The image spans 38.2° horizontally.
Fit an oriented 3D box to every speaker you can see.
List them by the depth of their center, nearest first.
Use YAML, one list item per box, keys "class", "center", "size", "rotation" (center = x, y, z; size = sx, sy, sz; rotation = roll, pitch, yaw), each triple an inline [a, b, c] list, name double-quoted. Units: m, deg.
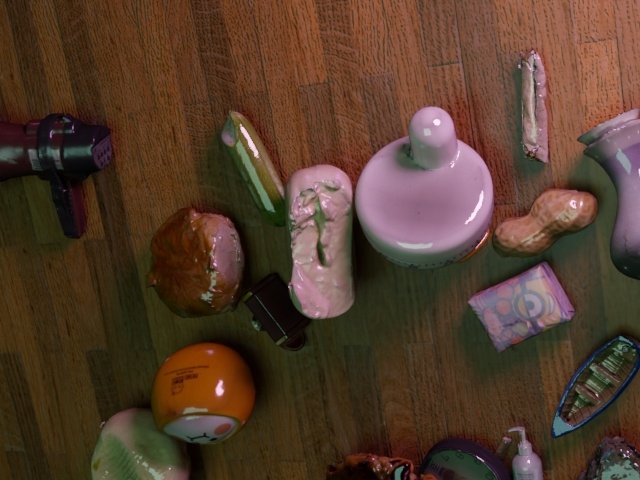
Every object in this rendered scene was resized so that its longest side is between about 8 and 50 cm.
- class: "speaker"
  center: [-0.595, -0.137, 1.880]
  size: [0.329, 0.198, 0.259]
  rotation: [8, 95, 13]

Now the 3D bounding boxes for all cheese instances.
- class: "cheese"
  center: [0.000, 0.000, 1.621]
  size: [0.127, 0.233, 0.266]
  rotation: [-5, 104, 2]

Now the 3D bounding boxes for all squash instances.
- class: "squash"
  center: [-0.120, -0.134, 1.725]
  size: [0.069, 0.069, 0.239]
  rotation: [-24, 95, 28]

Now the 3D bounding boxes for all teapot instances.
- class: "teapot"
  center: [0.500, -0.071, 1.419]
  size: [0.183, 0.183, 0.251]
  rotation: [-29, 81, 28]

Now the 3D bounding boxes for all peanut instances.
- class: "peanut"
  center: [0.368, -0.028, 1.532]
  size: [0.192, 0.089, 0.089]
  rotation: [-33, 90, 27]

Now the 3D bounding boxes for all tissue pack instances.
- class: "tissue pack"
  center: [0.346, 0.115, 1.594]
  size: [0.148, 0.060, 0.109]
  rotation: [-29, 91, 27]

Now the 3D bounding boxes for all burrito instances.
- class: "burrito"
  center: [0.351, -0.217, 1.510]
  size: [0.045, 0.041, 0.186]
  rotation: [-154, 57, -62]

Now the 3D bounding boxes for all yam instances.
- class: "yam"
  center: [0.324, 0.412, 1.710]
  size: [0.021, 0.021, 0.116]
  rotation: [27, 116, 15]

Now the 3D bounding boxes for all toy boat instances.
- class: "toy boat"
  center: [0.469, 0.253, 1.587]
  size: [0.080, 0.046, 0.229]
  rotation: [35, 116, 10]

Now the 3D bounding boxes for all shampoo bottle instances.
- class: "shampoo bottle"
  center: [0.377, 0.429, 1.672]
  size: [0.056, 0.056, 0.195]
  rotation: [-3, 104, 25]

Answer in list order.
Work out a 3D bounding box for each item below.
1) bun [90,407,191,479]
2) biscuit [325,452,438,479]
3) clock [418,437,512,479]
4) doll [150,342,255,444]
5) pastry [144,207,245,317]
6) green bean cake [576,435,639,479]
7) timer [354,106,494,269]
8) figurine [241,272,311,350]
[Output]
- class: "bun"
  center: [-0.365, 0.479, 1.964]
  size: [0.259, 0.160, 0.259]
  rotation: [10, 106, 38]
- class: "biscuit"
  center: [0.142, 0.531, 1.767]
  size: [0.334, 0.081, 0.289]
  rotation: [-14, 100, 45]
- class: "clock"
  center: [0.268, 0.459, 1.722]
  size: [0.184, 0.040, 0.185]
  rotation: [13, 114, 30]
- class: "doll"
  center: [-0.222, 0.317, 1.853]
  size: [0.213, 0.236, 0.213]
  rotation: [-9, 59, 15]
- class: "pastry"
  center: [-0.238, 0.051, 1.796]
  size: [0.229, 0.100, 0.218]
  rotation: [50, 117, 28]
- class: "green bean cake"
  center: [0.539, 0.486, 1.576]
  size: [0.241, 0.132, 0.255]
  rotation: [30, 113, 13]
- class: "timer"
  center: [0.170, -0.077, 1.518]
  size: [0.233, 0.240, 0.234]
  rotation: [-6, 62, 11]
- class: "figurine"
  center: [-0.091, 0.154, 1.796]
  size: [0.154, 0.082, 0.098]
  rotation: [53, 132, 1]
